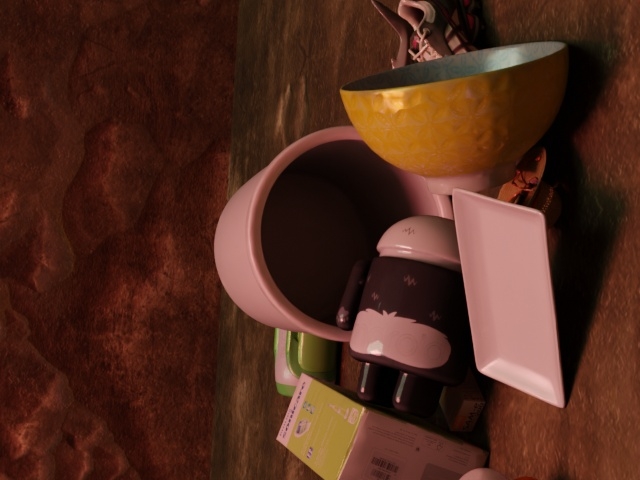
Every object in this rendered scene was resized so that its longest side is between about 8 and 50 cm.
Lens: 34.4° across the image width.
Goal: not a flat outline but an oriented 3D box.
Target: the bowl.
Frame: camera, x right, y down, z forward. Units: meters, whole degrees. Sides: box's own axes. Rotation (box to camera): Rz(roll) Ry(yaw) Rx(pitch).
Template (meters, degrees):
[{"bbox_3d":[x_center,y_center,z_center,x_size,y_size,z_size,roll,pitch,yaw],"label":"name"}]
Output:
[{"bbox_3d":[0.179,-0.147,1.311,0.289,0.290,0.156,-148,45,-71],"label":"bowl"}]

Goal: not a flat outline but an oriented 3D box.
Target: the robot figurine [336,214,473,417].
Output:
[{"bbox_3d":[0.141,0.103,1.451,0.173,0.209,0.278,142,144,-80],"label":"robot figurine"}]

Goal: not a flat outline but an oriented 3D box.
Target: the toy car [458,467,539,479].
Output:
[{"bbox_3d":[0.239,0.343,1.187,0.136,0.159,0.182,-32,14,19],"label":"toy car"}]

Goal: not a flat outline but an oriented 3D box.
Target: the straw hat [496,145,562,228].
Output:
[{"bbox_3d":[0.268,-0.043,1.297,0.144,0.061,0.144,-58,9,15],"label":"straw hat"}]

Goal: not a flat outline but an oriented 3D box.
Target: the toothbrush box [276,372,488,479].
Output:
[{"bbox_3d":[0.082,0.304,1.528,0.122,0.206,0.283,-68,19,-3],"label":"toothbrush box"}]

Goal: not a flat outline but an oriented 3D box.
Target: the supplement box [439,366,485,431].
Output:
[{"bbox_3d":[0.200,0.221,1.500,0.098,0.036,0.062,-108,28,-51],"label":"supplement box"}]

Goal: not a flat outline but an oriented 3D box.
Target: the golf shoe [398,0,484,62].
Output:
[{"bbox_3d":[0.189,-0.258,1.513,0.105,0.120,0.272,114,153,-44],"label":"golf shoe"}]

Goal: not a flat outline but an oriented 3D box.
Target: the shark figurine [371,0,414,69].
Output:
[{"bbox_3d":[0.101,-0.263,1.812,0.166,0.116,0.278,-108,26,-48],"label":"shark figurine"}]

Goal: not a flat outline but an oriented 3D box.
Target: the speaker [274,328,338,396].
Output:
[{"bbox_3d":[-0.023,0.163,2.081,0.131,0.131,0.296,-176,90,-73],"label":"speaker"}]

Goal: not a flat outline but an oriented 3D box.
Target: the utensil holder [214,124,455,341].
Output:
[{"bbox_3d":[0.000,0.000,1.721,0.385,0.328,0.327,168,106,-73],"label":"utensil holder"}]

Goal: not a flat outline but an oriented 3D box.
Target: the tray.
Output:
[{"bbox_3d":[0.235,0.066,1.252,0.145,0.030,0.270,22,132,49],"label":"tray"}]
